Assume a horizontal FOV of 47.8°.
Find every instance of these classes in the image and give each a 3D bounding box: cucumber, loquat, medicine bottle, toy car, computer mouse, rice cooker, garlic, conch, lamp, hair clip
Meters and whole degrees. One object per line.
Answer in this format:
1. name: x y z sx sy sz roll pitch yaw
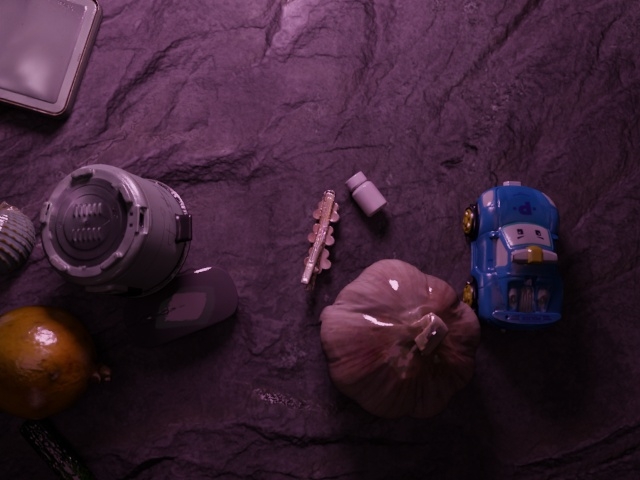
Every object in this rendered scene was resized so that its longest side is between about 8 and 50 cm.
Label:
1. cucumber: -0.508 0.420 1.407 0.058 0.058 0.187 -41 88 -7
2. loquat: -0.514 0.229 1.360 0.246 0.213 0.214 11 83 -4
3. medicine bottle: 0.095 -0.097 1.512 0.052 0.052 0.089 -38 88 -7
4. toy car: 0.401 0.030 1.469 0.198 0.166 0.315 4 83 -7
5. computer mouse: -0.281 0.134 1.456 0.232 0.057 0.120 -19 85 -7
6. rice cooker: -0.384 -0.015 1.383 0.280 0.227 0.241 -8 79 16
7. garlic: 0.155 0.199 1.410 0.321 0.241 0.322 1 95 14
8. conch: -0.642 0.002 1.427 0.135 0.102 0.153 34 81 -15
9. lamp: -0.615 -0.409 1.498 0.266 0.047 0.269 16 83 -3
10. hair clip: 0.001 0.002 1.499 0.062 0.056 0.214 12 74 13
